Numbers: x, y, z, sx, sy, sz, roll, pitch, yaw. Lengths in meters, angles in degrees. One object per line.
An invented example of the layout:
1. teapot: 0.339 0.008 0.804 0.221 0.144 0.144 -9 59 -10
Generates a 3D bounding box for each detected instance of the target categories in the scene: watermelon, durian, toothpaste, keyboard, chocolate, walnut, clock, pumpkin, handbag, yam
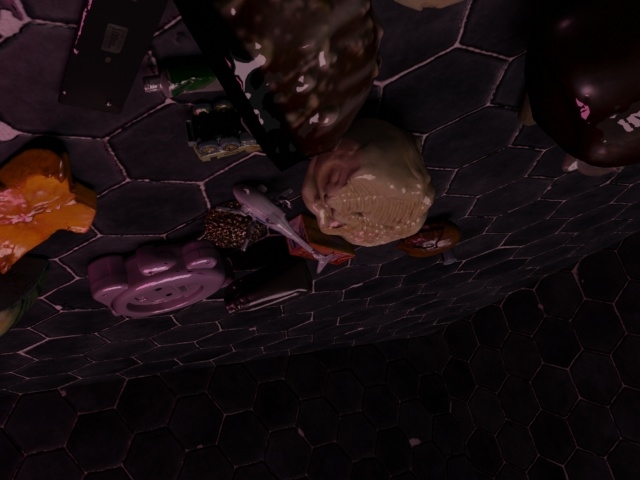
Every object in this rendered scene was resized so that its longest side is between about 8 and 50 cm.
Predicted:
1. watermelon: -0.754 0.111 1.301 0.213 0.201 0.261 -28 -161 27
2. durian: -0.208 -0.023 1.381 0.189 0.091 0.148 -17 159 7
3. toothpaste: -0.150 -0.256 0.899 0.248 0.046 0.078 -12 152 -19
4. keyboard: -0.274 -0.279 0.776 0.106 0.027 0.317 3 152 -34
5. chocolate: 0.500 -0.294 0.919 0.331 0.383 0.384 -9 163 21
6. walnut: 0.337 -0.006 1.810 0.207 0.115 0.116 -15 160 18
7. clock: -0.407 0.100 1.521 0.322 0.113 0.295 -18 159 1
8. pumpkin: -0.534 -0.059 1.050 0.290 0.095 0.258 -21 155 2
9. handbag: -0.152 0.127 1.630 0.257 0.113 0.285 -26 -177 -6
10. yam: 0.457 -0.296 1.228 0.054 0.054 0.132 -17 158 2
11. chocolate: -0.036 -0.259 0.700 0.210 0.225 0.340 -35 142 -5

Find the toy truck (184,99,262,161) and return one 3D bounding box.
1. toy truck: -0.138 -0.190 1.021 0.191 0.085 0.116 -11 168 -10

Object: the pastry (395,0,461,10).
1. pastry: 0.159 -0.392 0.666 0.265 0.133 0.265 -18 159 -7

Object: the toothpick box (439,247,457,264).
1. toothpick box: 0.438 0.037 2.009 0.052 0.083 0.052 -14 159 -6

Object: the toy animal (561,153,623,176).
1. toy animal: 0.659 -0.249 1.208 0.308 0.188 0.266 14 139 31

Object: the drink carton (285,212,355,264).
1. drink carton: 0.000 0.000 1.581 0.071 0.096 0.223 -28 156 28

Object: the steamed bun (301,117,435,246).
1. steamed bun: 0.098 -0.135 1.186 0.276 0.203 0.289 -20 147 35

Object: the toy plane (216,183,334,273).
1. toy plane: -0.090 -0.025 1.297 0.182 0.273 0.107 -36 -175 -20

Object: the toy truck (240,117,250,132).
1. toy truck: -0.017 -0.234 0.910 0.216 0.110 0.116 -47 171 10
